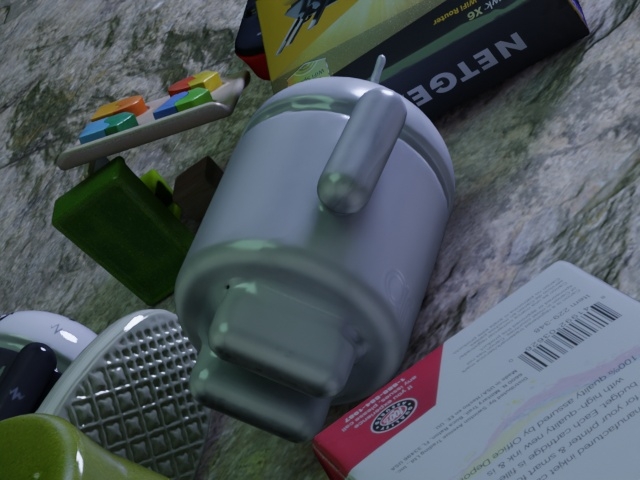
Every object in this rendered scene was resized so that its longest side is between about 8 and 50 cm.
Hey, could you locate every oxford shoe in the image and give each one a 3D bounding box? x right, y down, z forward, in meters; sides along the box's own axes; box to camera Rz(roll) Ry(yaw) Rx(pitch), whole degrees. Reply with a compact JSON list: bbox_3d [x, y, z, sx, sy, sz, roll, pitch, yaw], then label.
[{"bbox_3d":[-0.230,0.250,1.535,0.130,0.169,0.449,-15,44,49],"label":"oxford shoe"}]

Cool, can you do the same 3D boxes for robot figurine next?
[{"bbox_3d":[0.000,0.000,1.519,0.300,0.200,0.353,120,173,-50],"label":"robot figurine"},{"bbox_3d":[-0.302,0.196,1.696,0.209,0.173,0.278,-6,45,43],"label":"robot figurine"}]

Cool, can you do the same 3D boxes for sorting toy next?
[{"bbox_3d":[-0.178,-0.138,1.908,0.193,0.038,0.208,-18,12,10],"label":"sorting toy"}]

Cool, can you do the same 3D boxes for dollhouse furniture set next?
[{"bbox_3d":[-0.118,-0.102,1.896,0.301,0.151,0.197,-33,28,22],"label":"dollhouse furniture set"}]

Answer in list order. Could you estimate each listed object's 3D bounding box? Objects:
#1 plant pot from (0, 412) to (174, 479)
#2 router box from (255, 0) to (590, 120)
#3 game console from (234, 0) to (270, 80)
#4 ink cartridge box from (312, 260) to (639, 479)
[{"bbox_3d":[-0.119,0.299,1.075,0.366,0.353,0.366,-35,27,21],"label":"plant pot"},{"bbox_3d":[0.091,-0.234,1.763,0.309,0.081,0.243,-28,46,17],"label":"router box"},{"bbox_3d":[0.083,-0.345,2.015,0.386,0.060,0.342,-24,32,20],"label":"game console"},{"bbox_3d":[0.159,0.157,1.091,0.226,0.131,0.306,-33,25,-9],"label":"ink cartridge box"}]
